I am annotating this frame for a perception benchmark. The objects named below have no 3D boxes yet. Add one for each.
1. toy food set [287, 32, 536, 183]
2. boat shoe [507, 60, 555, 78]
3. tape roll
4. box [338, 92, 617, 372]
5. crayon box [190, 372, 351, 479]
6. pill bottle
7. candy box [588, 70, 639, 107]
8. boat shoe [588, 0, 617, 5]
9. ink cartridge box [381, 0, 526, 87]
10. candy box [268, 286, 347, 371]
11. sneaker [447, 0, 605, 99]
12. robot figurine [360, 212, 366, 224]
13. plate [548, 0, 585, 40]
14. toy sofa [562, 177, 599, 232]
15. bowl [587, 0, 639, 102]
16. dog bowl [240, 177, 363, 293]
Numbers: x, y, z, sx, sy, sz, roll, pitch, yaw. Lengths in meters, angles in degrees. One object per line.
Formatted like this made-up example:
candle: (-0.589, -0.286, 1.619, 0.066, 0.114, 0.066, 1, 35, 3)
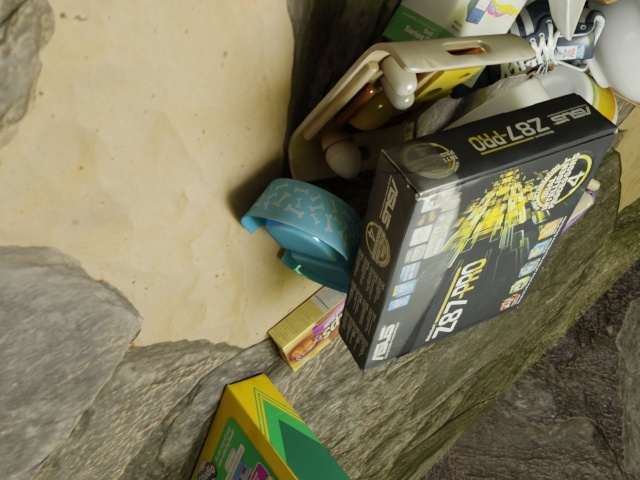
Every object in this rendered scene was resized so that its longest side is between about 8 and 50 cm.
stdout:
toy food set: (0.112, -0.167, 0.885, 0.220, 0.092, 0.306, -15, 170, -32)
boat shoe: (0.397, -0.336, 1.195, 0.183, 0.066, 0.066, -32, 145, -25)
tape roll: (0.256, -0.144, 1.080, 0.286, 0.100, 0.286, -32, 177, -2)
box: (0.202, 0.001, 0.935, 0.319, 0.097, 0.394, -16, 143, -22)
crayon box: (-0.109, 0.496, 1.256, 0.106, 0.313, 0.362, -7, 130, -43)
pill bottle: (0.523, -0.272, 1.350, 0.246, 0.136, 0.136, 0, 125, -50)
candy box: (0.734, -0.436, 1.381, 0.088, 0.183, 0.316, 0, 125, -50)
boat shoe: (0.511, -0.552, 1.066, 0.120, 0.123, 0.323, 17, 103, -50)
ink cartridge box: (0.209, -0.346, 0.934, 0.154, 0.093, 0.212, 8, 116, -53)
candy box: (-0.004, 0.157, 1.262, 0.187, 0.053, 0.109, -37, 147, -15)
sneaker: (0.336, -0.306, 1.072, 0.282, 0.153, 0.099, -40, 147, -12)
robot figurine: (0.101, -0.007, 1.195, 0.101, 0.067, 0.115, -20, 139, -25)
plate: (0.346, -0.467, 0.900, 0.278, 0.045, 0.277, -62, 145, -32)
toy sofa: (0.460, -0.013, 1.476, 0.150, 0.177, 0.362, 7, 125, -49)
bowl: (0.577, -0.377, 1.239, 0.134, 0.297, 0.298, -19, 166, 36)
dog bowl: (0.000, 0.000, 1.000, 0.074, 0.166, 0.297, -67, 151, -15)
